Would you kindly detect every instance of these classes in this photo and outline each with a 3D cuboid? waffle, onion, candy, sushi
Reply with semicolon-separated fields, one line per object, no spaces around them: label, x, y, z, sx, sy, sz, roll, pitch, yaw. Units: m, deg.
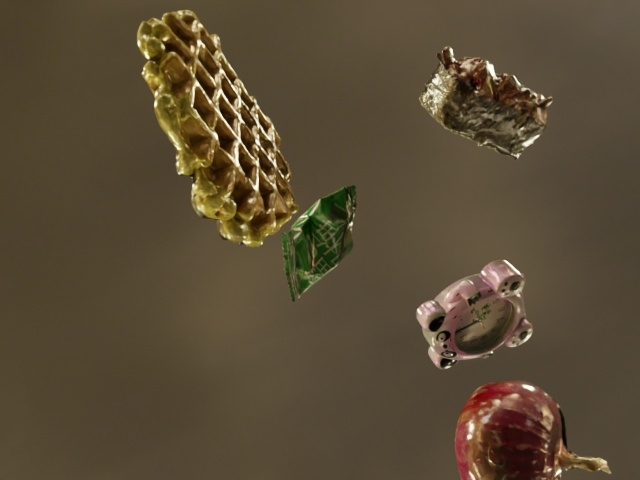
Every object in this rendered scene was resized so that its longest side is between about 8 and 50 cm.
waffle;-0.114;-0.135;0.686;0.058;0.282;0.301;-20;-69;15
onion;0.389;0.425;1.147;0.230;0.272;0.256;1;-119;-56
candy;-0.003;0.001;1.025;0.203;0.078;0.141;-40;-58;-39
sushi;0.393;-0.341;1.363;0.343;0.196;0.182;19;-65;-27

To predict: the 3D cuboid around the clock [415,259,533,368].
clock;0.351;0.178;1.270;0.247;0.090;0.228;-25;-56;-3
